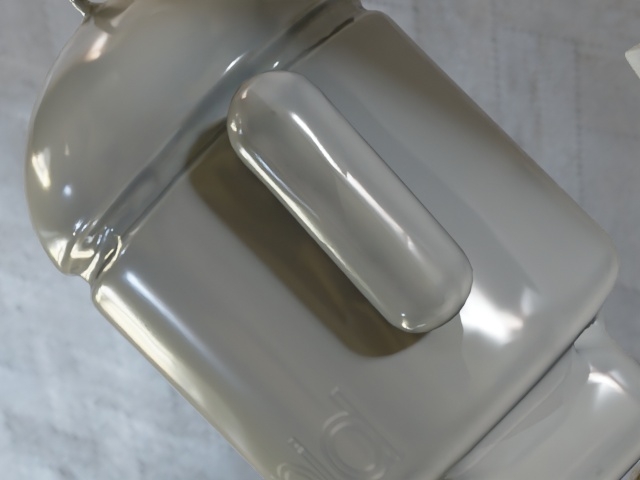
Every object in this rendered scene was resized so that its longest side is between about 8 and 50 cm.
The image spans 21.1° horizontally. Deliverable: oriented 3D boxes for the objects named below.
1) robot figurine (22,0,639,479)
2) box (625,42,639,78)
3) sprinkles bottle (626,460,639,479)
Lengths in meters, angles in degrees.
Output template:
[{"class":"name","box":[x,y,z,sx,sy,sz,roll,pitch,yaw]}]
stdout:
[{"class":"robot figurine","box":[0.000,0.000,0.828,0.353,0.200,0.300,45,167,3]},{"class":"box","box":[0.250,-0.058,0.830,0.130,0.091,0.170,-34,92,6]},{"class":"sprinkles bottle","box":[0.127,0.246,0.794,0.121,0.355,0.121,30,155,16]}]
